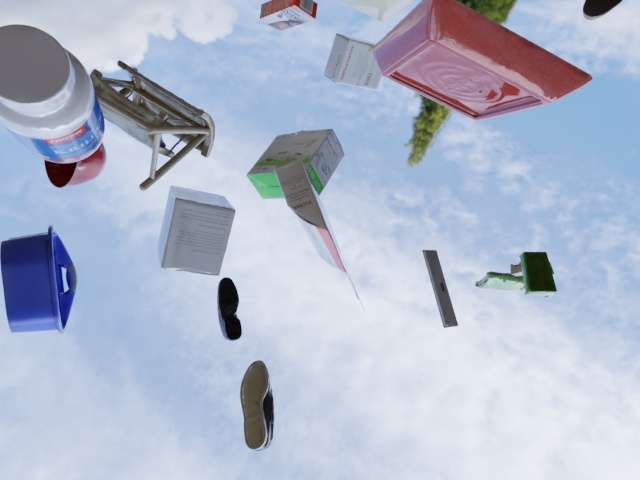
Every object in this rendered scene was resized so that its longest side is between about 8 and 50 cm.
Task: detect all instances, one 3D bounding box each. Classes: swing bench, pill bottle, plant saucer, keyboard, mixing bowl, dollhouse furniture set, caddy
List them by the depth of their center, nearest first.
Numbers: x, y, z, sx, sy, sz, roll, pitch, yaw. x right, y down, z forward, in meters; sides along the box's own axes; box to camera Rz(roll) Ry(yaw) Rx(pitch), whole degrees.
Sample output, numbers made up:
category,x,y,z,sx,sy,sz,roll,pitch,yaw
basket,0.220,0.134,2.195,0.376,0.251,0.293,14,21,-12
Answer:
category,x,y,z,sx,sy,sz,roll,pitch,yaw
pill bottle,-0.363,-0.185,0.584,0.124,0.221,0.124,1,-93,-20
dollhouse furniture set,0.295,0.069,0.657,0.076,0.152,0.059,1,-112,-2
plant saucer,0.224,-0.261,0.693,0.259,0.258,0.048,21,-87,-13
swing bench,-0.416,-0.286,1.035,0.253,0.165,0.255,31,-142,6
mixing bowl,-0.630,-0.224,1.154,0.181,0.181,0.098,44,-157,25
caddy,-0.852,0.123,1.361,0.179,0.341,0.241,-5,-173,-25
keyboard,0.382,0.150,1.408,0.072,0.014,0.256,5,-114,-42

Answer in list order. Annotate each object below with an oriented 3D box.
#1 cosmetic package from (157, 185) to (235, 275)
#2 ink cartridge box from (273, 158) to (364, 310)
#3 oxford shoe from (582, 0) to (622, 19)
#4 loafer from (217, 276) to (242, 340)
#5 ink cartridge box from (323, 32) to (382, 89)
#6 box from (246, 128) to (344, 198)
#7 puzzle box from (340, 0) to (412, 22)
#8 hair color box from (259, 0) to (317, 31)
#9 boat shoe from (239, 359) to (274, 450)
category,x,y,z,sx,sy,sz,roll,pitch,yaw
cosmetic package,-0.327,-0.027,1.146,0.151,0.184,0.151,10,-164,-26
ink cartridge box,0.000,0.000,0.765,0.066,0.189,0.232,-19,-120,6
oxford shoe,0.740,-0.625,1.131,0.076,0.076,0.212,41,-102,18
loafer,-0.255,0.185,1.184,0.062,0.061,0.170,2,-103,-38
ink cartridge box,0.112,-0.542,1.344,0.175,0.127,0.072,-5,-141,-38
box,-0.087,-0.271,1.558,0.262,0.127,0.231,2,-132,36
puzzle box,0.089,-0.705,1.091,0.409,0.272,0.052,10,-99,-31
hair color box,-0.101,-0.712,1.373,0.167,0.053,0.093,9,-179,44
boat shoe,-0.146,0.395,1.058,0.075,0.065,0.206,-17,-127,14
